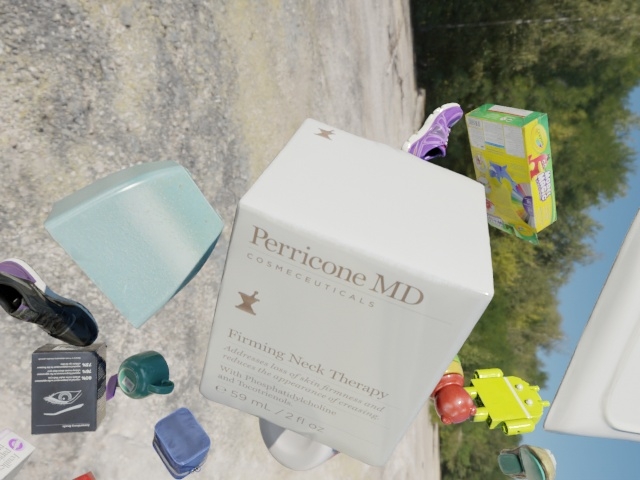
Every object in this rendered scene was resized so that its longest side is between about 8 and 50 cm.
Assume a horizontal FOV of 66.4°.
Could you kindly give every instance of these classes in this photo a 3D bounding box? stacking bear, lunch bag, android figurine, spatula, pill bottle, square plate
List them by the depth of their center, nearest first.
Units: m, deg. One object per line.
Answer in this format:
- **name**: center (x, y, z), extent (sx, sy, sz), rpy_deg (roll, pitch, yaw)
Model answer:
- **square plate**: center (0.523, 0.153, 0.694), extent (0.049, 0.347, 0.344), rpy_deg (-134, -120, -70)
- **lunch bag**: center (-0.224, 0.333, 0.794), extent (0.067, 0.098, 0.065), rpy_deg (-21, 145, -40)
- **pill bottle**: center (0.034, 0.473, 1.390), extent (0.408, 0.229, 0.229), rpy_deg (5, 85, -58)
- **stacking bear**: center (0.358, 0.410, 1.469), extent (0.289, 0.175, 0.164), rpy_deg (-112, -172, -46)
- **spatula**: center (-0.592, 0.446, 1.535), extent (0.030, 0.297, 0.084), rpy_deg (39, 41, -46)
- **android figurine**: center (0.590, 0.513, 1.568), extent (0.248, 0.273, 0.056), rpy_deg (-103, -167, -58)

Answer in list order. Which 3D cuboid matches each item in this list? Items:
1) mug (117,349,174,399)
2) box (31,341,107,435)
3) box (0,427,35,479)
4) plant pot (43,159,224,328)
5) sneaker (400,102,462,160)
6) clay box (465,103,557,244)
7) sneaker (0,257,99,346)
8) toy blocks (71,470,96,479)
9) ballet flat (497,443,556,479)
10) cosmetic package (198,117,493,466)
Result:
- **mug**: center (-0.508, 0.388, 1.409), extent (0.097, 0.158, 0.129), rpy_deg (-4, 81, -63)
- **box**: center (-0.635, 0.372, 1.243), extent (0.108, 0.153, 0.207), rpy_deg (-173, -95, -79)
- **box**: center (-0.527, 0.377, 0.683), extent (0.067, 0.063, 0.324), rpy_deg (-53, -176, 4)
- **plant pot**: center (-0.344, -0.030, 0.975), extent (0.247, 0.252, 0.248), rpy_deg (58, -12, -25)
- **sneaker**: center (0.233, -0.202, 0.979), extent (0.170, 0.071, 0.068), rpy_deg (-48, 156, -12)
- **clay box**: center (0.319, -0.108, 0.814), extent (0.127, 0.053, 0.222), rpy_deg (39, -23, 55)
- **sneaker**: center (-0.657, 0.169, 1.137), extent (0.283, 0.107, 0.124), rpy_deg (43, 4, -16)
- **toy blocks**: center (-0.502, 0.736, 1.190), extent (0.191, 0.381, 0.260), rpy_deg (-13, 121, -41)
- **ballet flat**: center (0.682, 0.710, 1.568), extent (0.348, 0.123, 0.123), rpy_deg (94, 1, -68)
- **cosmetic package**: center (0.036, 0.075, 0.803), extent (0.327, 0.330, 0.393), rpy_deg (-65, 175, -55)
